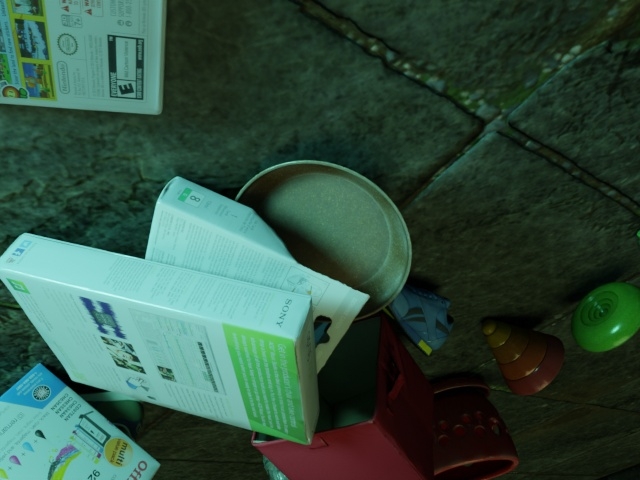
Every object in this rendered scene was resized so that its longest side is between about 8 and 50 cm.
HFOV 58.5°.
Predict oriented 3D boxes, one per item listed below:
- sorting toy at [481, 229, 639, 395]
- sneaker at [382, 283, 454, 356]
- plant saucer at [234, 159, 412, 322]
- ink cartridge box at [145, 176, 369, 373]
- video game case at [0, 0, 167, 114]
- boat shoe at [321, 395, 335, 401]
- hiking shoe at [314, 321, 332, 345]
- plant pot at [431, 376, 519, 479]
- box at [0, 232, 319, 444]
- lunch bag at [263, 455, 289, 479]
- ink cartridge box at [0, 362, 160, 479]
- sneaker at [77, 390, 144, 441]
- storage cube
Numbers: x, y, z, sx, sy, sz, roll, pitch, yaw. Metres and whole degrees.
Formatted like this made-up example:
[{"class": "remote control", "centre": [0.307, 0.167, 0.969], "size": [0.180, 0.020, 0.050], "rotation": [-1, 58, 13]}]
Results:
[{"class": "sorting toy", "centre": [0.394, 0.102, 0.896], "size": [0.126, 0.127, 0.365], "rotation": [38, 123, -12]}, {"class": "sneaker", "centre": [0.131, 0.088, 0.812], "size": [0.082, 0.069, 0.209], "rotation": [-45, 133, -2]}, {"class": "plant saucer", "centre": [0.000, 0.000, 0.612], "size": [0.199, 0.036, 0.198], "rotation": [8, 123, 12]}, {"class": "ink cartridge box", "centre": [-0.079, 0.051, 0.619], "size": [0.225, 0.056, 0.181], "rotation": [23, 133, -5]}, {"class": "video game case", "centre": [-0.206, -0.183, 0.374], "size": [0.206, 0.026, 0.227], "rotation": [0, 143, -17]}, {"class": "boat shoe", "centre": [0.028, 0.255, 0.993], "size": [0.170, 0.063, 0.059], "rotation": [-1, 148, -14]}, {"class": "hiking shoe", "centre": [-0.077, 0.151, 0.781], "size": [0.132, 0.113, 0.304], "rotation": [18, 134, -34]}, {"class": "plant pot", "centre": [0.271, 0.379, 1.136], "size": [0.191, 0.174, 0.191], "rotation": [-9, 144, -7]}, {"class": "box", "centre": [-0.161, 0.115, 0.628], "size": [0.322, 0.058, 0.232], "rotation": [12, 139, 13]}, {"class": "lunch bag", "centre": [0.005, 0.496, 1.143], "size": [0.213, 0.256, 0.305], "rotation": [-8, 144, -6]}, {"class": "ink cartridge box", "centre": [-0.384, 0.333, 0.788], "size": [0.233, 0.171, 0.168], "rotation": [42, 119, -5]}, {"class": "sneaker", "centre": [-0.375, 0.292, 0.900], "size": [0.192, 0.086, 0.064], "rotation": [-6, 143, -9]}, {"class": "storage cube", "centre": [0.046, 0.253, 0.831], "size": [0.215, 0.183, 0.193], "rotation": [-20, 123, 24]}]
